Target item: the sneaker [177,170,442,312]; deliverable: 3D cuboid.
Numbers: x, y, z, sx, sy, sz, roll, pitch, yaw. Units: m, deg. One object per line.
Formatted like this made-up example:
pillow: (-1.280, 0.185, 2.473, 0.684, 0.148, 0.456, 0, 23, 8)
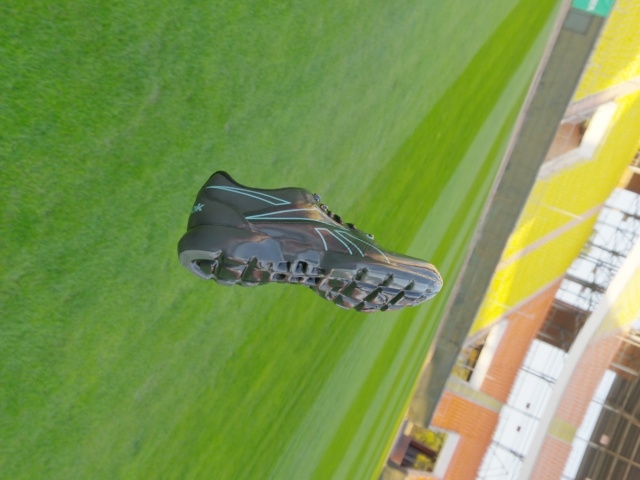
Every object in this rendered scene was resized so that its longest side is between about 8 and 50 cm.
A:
sneaker: (0.000, 0.000, 0.571, 0.101, 0.268, 0.106, 127, -28, -57)
